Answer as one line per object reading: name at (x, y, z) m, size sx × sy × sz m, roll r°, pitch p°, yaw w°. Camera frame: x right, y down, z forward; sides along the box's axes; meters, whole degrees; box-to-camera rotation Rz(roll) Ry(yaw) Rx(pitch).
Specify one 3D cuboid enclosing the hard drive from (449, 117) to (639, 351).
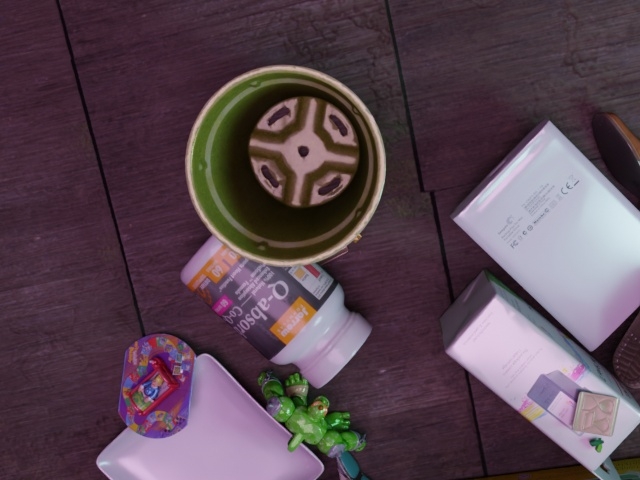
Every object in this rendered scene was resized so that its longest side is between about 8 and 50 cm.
hard drive at (0.372, -0.005, 1.766) m, size 0.307 × 0.040 × 0.203 m, roll 42°, pitch 96°, yaw -14°

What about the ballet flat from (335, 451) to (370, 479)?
ballet flat at (0.054, 0.388, 1.910) m, size 0.041 × 0.041 × 0.114 m, roll -41°, pitch 93°, yaw 11°

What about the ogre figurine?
ogre figurine at (-0.016, 0.283, 1.857) m, size 0.097 × 0.118 × 0.197 m, roll -35°, pitch 96°, yaw 11°

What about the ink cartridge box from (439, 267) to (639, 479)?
ink cartridge box at (0.352, 0.210, 1.759) m, size 0.353 × 0.207 × 0.119 m, roll 40°, pitch 99°, yaw -4°

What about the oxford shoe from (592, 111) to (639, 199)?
oxford shoe at (0.490, -0.114, 1.768) m, size 0.076 × 0.076 × 0.212 m, roll -39°, pitch 92°, yaw -19°

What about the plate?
plate at (-0.180, 0.362, 1.925) m, size 0.278 × 0.045 × 0.277 m, roll 44°, pitch 102°, yaw -3°

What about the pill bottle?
pill bottle at (-0.065, 0.088, 1.804) m, size 0.278 × 0.162 × 0.162 m, roll 42°, pitch 102°, yaw -2°

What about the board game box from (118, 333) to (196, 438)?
board game box at (-0.271, 0.232, 1.883) m, size 0.133 × 0.033 × 0.168 m, roll 4°, pitch 83°, yaw 24°

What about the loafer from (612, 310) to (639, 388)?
loafer at (0.541, 0.107, 1.761) m, size 0.102 × 0.092 × 0.268 m, roll 50°, pitch 117°, yaw 37°

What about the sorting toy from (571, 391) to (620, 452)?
sorting toy at (0.384, 0.256, 1.653) m, size 0.062 × 0.012 × 0.083 m, roll 10°, pitch 96°, yaw -5°

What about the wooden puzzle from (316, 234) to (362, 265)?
wooden puzzle at (0.000, 0.000, 1.856) m, size 0.116 × 0.014 × 0.078 m, roll -34°, pitch 95°, yaw 11°

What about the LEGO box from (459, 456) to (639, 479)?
LEGO box at (0.373, 0.487, 1.725) m, size 0.500 × 0.372 × 0.193 m, roll -9°, pitch 100°, yaw 8°

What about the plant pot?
plant pot at (-0.036, -0.119, 1.716) m, size 0.276 × 0.254 × 0.276 m, roll 1°, pitch 99°, yaw 6°
